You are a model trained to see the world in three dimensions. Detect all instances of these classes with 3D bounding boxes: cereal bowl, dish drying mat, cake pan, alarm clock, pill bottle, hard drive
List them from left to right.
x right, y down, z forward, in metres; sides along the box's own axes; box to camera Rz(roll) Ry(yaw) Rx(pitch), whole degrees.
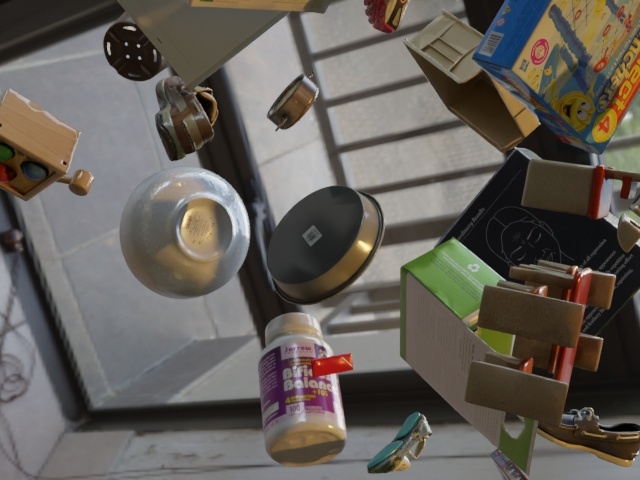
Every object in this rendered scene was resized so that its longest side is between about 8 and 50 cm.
[{"bbox_3d":[-0.316,-0.022,2.156,0.339,0.141,0.338,2,87,-33],"label":"cereal bowl"},{"bbox_3d":[-0.165,-0.428,1.468,0.203,0.308,0.040,51,15,-17],"label":"hard drive"},{"bbox_3d":[-0.065,-0.297,1.945,0.064,0.129,0.192,42,40,-14],"label":"alarm clock"},{"bbox_3d":[-0.044,0.306,1.832,0.169,0.169,0.301,46,24,-43],"label":"pill bottle"},{"bbox_3d":[0.000,0.000,1.845,0.054,0.293,0.293,44,47,-38],"label":"cake pan"},{"bbox_3d":[0.021,0.221,1.538,0.083,0.008,0.032,-5,90,-32],"label":"dish drying mat"}]

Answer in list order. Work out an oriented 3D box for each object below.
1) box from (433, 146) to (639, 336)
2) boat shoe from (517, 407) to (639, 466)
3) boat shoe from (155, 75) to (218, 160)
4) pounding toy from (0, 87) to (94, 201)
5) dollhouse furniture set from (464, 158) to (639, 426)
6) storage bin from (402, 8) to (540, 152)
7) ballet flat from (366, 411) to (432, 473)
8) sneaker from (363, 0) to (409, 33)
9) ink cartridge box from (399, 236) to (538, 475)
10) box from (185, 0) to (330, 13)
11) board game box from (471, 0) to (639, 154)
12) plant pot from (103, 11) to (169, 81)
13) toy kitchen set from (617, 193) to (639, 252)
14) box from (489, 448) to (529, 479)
[{"bbox_3d":[0.512,0.025,1.953,0.395,0.293,0.212,42,18,13],"label":"box"},{"bbox_3d":[0.382,0.268,1.271,0.206,0.065,0.075,22,15,-14],"label":"boat shoe"},{"bbox_3d":[-0.272,-0.267,1.827,0.324,0.120,0.122,-107,177,-58],"label":"boat shoe"},{"bbox_3d":[-0.452,-0.111,1.355,0.206,0.181,0.094,33,49,-33],"label":"pounding toy"},{"bbox_3d":[0.265,0.051,0.892,0.262,0.135,0.259,-8,108,-65],"label":"dollhouse furniture set"},{"bbox_3d":[0.356,-0.366,2.016,0.262,0.123,0.260,46,4,-44],"label":"storage bin"},{"bbox_3d":[0.164,0.414,1.711,0.188,0.070,0.070,-37,114,-41],"label":"ballet flat"},{"bbox_3d":[0.160,-0.437,1.271,0.112,0.121,0.299,28,86,-19],"label":"sneaker"},{"bbox_3d":[0.217,0.148,1.128,0.097,0.255,0.188,-28,138,-23],"label":"ink cartridge box"},{"bbox_3d":[-0.033,-0.443,1.130,0.232,0.322,0.058,-8,56,-37],"label":"box"},{"bbox_3d":[0.422,-0.337,1.365,0.302,0.086,0.308,27,94,-42],"label":"board game box"},{"bbox_3d":[-0.347,-0.410,1.759,0.167,0.167,0.165,63,30,-26],"label":"plant pot"},{"bbox_3d":[0.607,-0.044,1.425,0.166,0.207,0.122,38,22,8],"label":"toy kitchen set"},{"bbox_3d":[0.351,0.432,1.503,0.094,0.027,0.137,61,-5,-30],"label":"box"}]
